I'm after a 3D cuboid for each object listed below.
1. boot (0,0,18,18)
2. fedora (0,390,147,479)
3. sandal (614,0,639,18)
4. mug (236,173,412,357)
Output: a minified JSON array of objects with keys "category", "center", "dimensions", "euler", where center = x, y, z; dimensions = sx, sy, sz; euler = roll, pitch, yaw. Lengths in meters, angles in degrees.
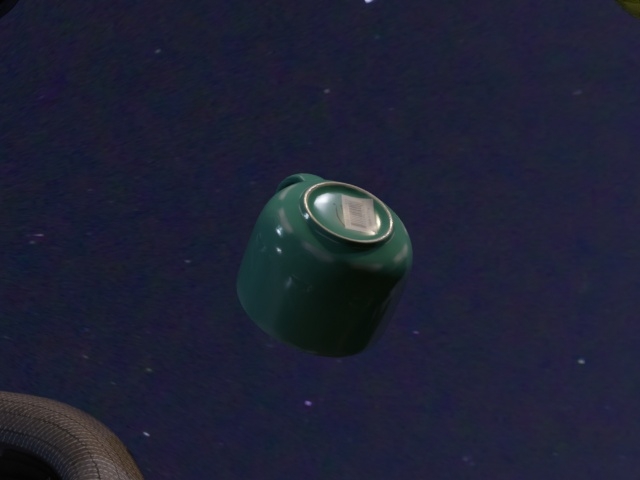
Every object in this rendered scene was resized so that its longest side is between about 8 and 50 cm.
[{"category":"boot","center":[-0.210,-0.134,0.417],"dimensions":[0.246,0.207,0.094],"euler":[34,-105,-19]},{"category":"fedora","center":[-0.169,0.173,0.477],"dimensions":[0.124,0.275,0.244],"euler":[68,-151,-28]},{"category":"sandal","center":[0.056,-0.147,0.322],"dimensions":[0.317,0.138,0.126],"euler":[14,-96,-20]},{"category":"mug","center":[-0.002,0.005,1.010],"dimensions":[0.157,0.097,0.129],"euler":[39,-140,20]}]
